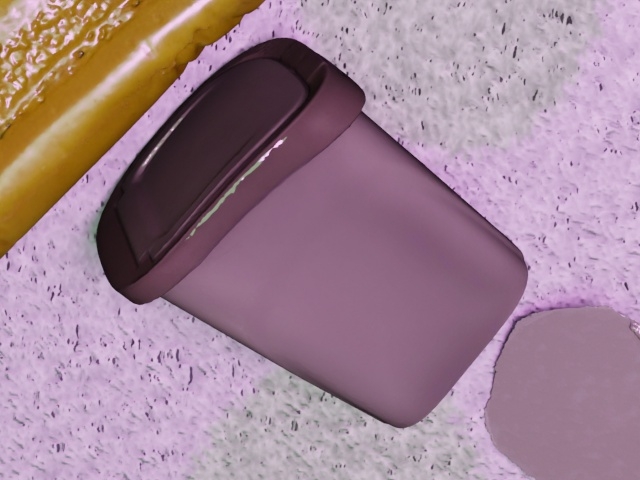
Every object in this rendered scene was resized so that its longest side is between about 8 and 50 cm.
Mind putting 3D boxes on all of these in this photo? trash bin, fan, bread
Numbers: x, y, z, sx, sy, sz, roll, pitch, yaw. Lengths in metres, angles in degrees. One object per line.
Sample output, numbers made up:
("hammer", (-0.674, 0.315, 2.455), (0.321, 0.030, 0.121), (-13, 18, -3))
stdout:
("trash bin", (0.000, 0.000, 1.041), (0.250, 0.220, 0.219), (36, 98, -23))
("fan", (0.294, 0.156, 1.162), (0.310, 0.010, 0.182), (14, 111, 12))
("bread", (-0.201, -0.134, 1.016), (0.383, 0.112, 0.166), (-44, 93, 2))

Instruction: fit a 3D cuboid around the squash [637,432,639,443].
("squash", (0.326, 0.128, 1.193), (0.132, 0.105, 0.105), (-33, 108, 17))
